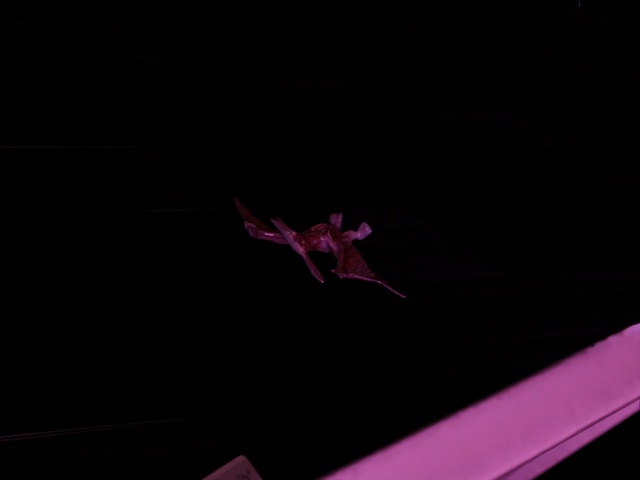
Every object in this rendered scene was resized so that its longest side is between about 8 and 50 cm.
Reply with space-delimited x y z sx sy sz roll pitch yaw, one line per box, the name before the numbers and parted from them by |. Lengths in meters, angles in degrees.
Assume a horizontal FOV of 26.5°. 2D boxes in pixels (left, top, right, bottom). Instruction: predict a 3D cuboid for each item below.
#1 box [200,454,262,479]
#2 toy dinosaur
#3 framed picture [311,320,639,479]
box | -0.092 0.163 0.636 0.048 0.100 0.152 51 26 6
toy dinosaur | 0.000 0.001 1.251 0.220 0.032 0.108 26 23 34
framed picture | -0.048 0.143 0.476 0.446 0.326 0.028 -16 69 -49
